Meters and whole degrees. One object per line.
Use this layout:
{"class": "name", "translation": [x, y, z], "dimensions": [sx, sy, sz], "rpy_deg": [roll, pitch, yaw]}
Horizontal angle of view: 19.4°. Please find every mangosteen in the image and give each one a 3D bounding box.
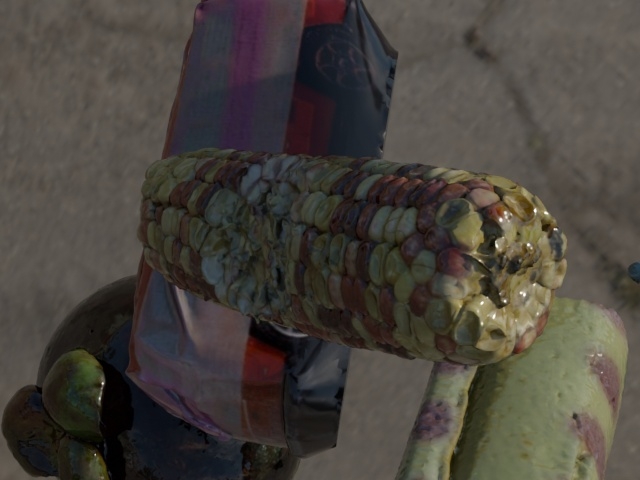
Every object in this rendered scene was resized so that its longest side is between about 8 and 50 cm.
{"class": "mangosteen", "translation": [-0.154, 0.164, 1.761], "dimensions": [0.288, 0.288, 0.288], "rpy_deg": [9, 62, -17]}

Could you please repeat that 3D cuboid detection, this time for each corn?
{"class": "corn", "translation": [0.000, 0.000, 0.959], "dimensions": [0.098, 0.290, 0.098], "rpy_deg": [-10, 104, -41]}

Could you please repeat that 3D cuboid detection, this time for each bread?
{"class": "bread", "translation": [0.177, 0.189, 1.731], "dimensions": [0.187, 0.155, 0.338], "rpy_deg": [6, 35, 12]}

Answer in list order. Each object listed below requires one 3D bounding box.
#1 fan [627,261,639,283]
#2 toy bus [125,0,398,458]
{"class": "fan", "translation": [0.335, -0.005, 1.506], "dimensions": [0.016, 0.193, 0.038], "rpy_deg": [38, 37, -42]}
{"class": "toy bus", "translation": [-0.034, -0.014, 1.218], "dimensions": [0.147, 0.127, 0.303], "rpy_deg": [8, 67, 8]}
